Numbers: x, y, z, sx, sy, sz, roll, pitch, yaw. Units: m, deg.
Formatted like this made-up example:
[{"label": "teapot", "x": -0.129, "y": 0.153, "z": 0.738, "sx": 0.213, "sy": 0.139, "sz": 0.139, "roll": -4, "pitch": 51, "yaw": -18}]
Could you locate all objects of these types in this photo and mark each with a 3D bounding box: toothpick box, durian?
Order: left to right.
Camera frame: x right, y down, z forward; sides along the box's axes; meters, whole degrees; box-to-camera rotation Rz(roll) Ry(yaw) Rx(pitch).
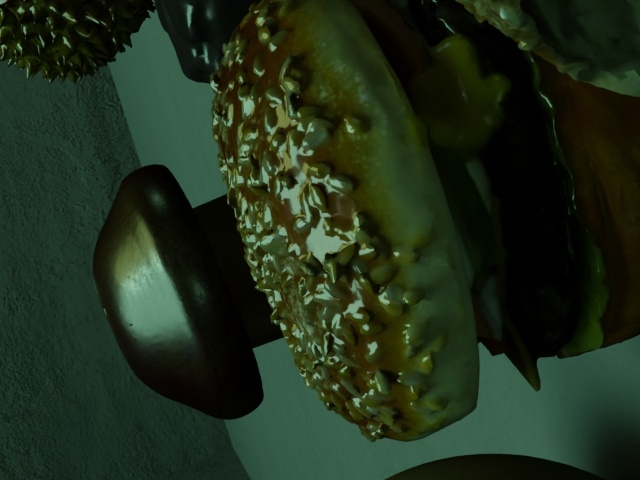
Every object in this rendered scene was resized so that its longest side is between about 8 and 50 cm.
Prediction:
[{"label": "durian", "x": -0.306, "y": -0.379, "z": 1.669, "sx": 0.347, "sy": 0.347, "sz": 0.384, "roll": -141, "pitch": 63, "yaw": -67}, {"label": "toothpick box", "x": -0.015, "y": 0.006, "z": 1.017, "sx": 0.192, "sy": 0.294, "sz": 0.192, "roll": 159, "pitch": 90, "yaw": -78}]

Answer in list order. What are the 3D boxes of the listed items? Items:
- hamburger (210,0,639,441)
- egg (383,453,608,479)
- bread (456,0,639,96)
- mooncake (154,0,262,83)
[{"label": "hamburger", "x": 0.059, "y": -0.035, "z": 0.793, "sx": 0.291, "sy": 0.225, "sz": 0.291, "roll": 161, "pitch": 90, "yaw": -80}, {"label": "egg", "x": 0.116, "y": 0.290, "z": 0.908, "sx": 0.374, "sy": 0.301, "sz": 0.301, "roll": 152, "pitch": 96, "yaw": -75}, {"label": "bread", "x": 0.076, "y": -0.217, "z": 0.526, "sx": 0.192, "sy": 0.171, "sz": 0.314, "roll": 48, "pitch": 156, "yaw": 51}, {"label": "mooncake", "x": -0.102, "y": -0.284, "z": 1.297, "sx": 0.283, "sy": 0.141, "sz": 0.283, "roll": 161, "pitch": 90, "yaw": -78}]
